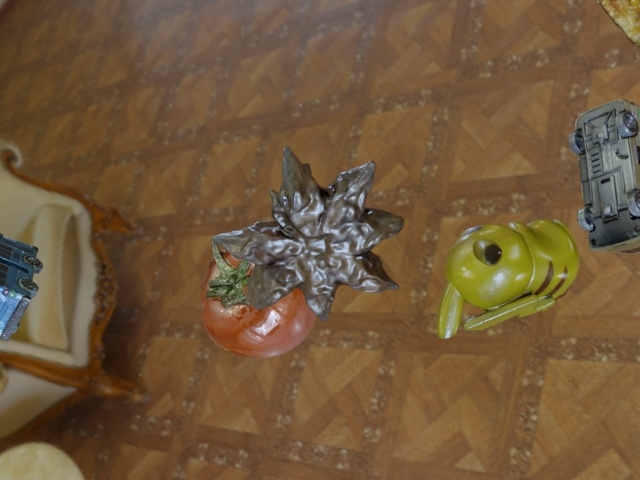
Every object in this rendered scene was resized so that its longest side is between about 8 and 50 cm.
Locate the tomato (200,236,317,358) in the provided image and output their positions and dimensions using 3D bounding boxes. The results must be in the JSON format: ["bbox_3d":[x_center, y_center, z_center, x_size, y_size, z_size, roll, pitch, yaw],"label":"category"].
[{"bbox_3d":[-0.121,0.113,1.721,0.256,0.224,0.255,-15,62,29],"label":"tomato"}]

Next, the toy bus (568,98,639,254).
[{"bbox_3d":[0.601,-0.123,1.681,0.139,0.157,0.289,-24,63,50],"label":"toy bus"}]

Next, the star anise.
[{"bbox_3d":[-0.016,-0.009,1.339,0.315,0.315,0.108,-40,26,22],"label":"star anise"}]

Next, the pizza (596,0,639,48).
[{"bbox_3d":[0.280,-0.203,0.728,0.131,0.178,0.041,51,128,22],"label":"pizza"}]

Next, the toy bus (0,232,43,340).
[{"bbox_3d":[-0.509,0.066,1.351,0.090,0.106,0.184,-58,24,15],"label":"toy bus"}]

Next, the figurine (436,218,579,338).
[{"bbox_3d":[0.334,0.060,1.550,0.169,0.327,0.218,57,133,37],"label":"figurine"}]
